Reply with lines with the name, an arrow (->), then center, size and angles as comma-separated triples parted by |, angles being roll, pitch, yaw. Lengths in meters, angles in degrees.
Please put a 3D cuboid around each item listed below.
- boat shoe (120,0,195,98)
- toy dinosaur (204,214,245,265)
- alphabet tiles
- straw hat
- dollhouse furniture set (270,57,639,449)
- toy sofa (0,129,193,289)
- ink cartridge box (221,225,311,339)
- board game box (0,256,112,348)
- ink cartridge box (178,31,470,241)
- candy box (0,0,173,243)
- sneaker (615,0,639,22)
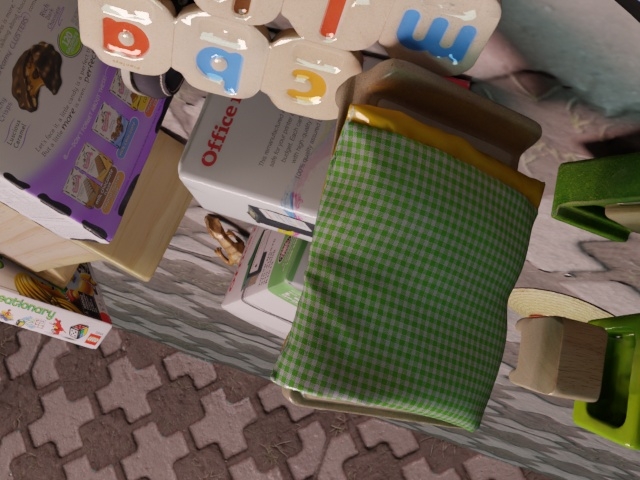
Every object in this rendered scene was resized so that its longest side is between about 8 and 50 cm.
boat shoe -> -0.090, -0.146, 0.560 | 0.065, 0.075, 0.206 | 22, 158, -3
toy dinosaur -> -0.077, 0.038, 1.145 | 0.211, 0.064, 0.112 | 26, 161, -20
alphabet tiles -> -0.037, -0.165, 0.417 | 0.284, 0.021, 0.278 | 13, 150, -6
straw hat -> 0.272, 0.111, 0.966 | 0.144, 0.061, 0.144 | 19, 164, 6
dollhouse furniture set -> 0.148, 0.023, 0.492 | 0.301, 0.198, 0.151 | 15, 171, -34
toy sofa -> -0.296, -0.051, 0.973 | 0.177, 0.150, 0.362 | 34, 159, -24
ink cartridge box -> 0.000, 0.000, 0.761 | 0.092, 0.160, 0.219 | 26, 162, -15
board game box -> -0.425, 0.019, 1.205 | 0.193, 0.053, 0.305 | 26, -162, -40
ink cartridge box -> 0.006, -0.067, 0.604 | 0.175, 0.127, 0.072 | 17, 166, 13
candy box -> -0.222, -0.114, 0.653 | 0.070, 0.165, 0.196 | 4, 156, 39
sneaker -> 0.210, -0.085, 0.367 | 0.232, 0.090, 0.081 | 21, 164, -2
